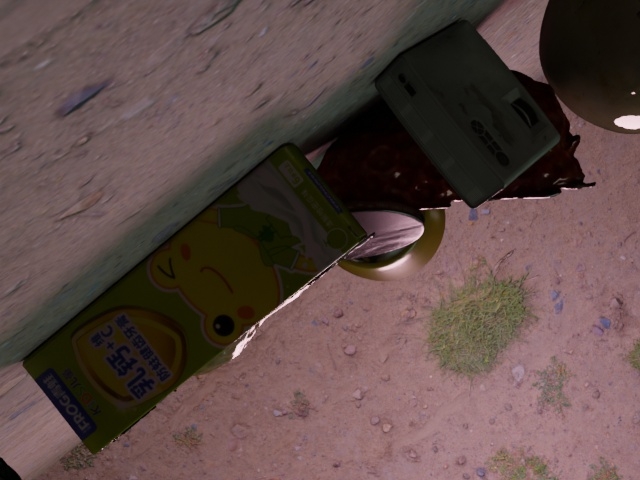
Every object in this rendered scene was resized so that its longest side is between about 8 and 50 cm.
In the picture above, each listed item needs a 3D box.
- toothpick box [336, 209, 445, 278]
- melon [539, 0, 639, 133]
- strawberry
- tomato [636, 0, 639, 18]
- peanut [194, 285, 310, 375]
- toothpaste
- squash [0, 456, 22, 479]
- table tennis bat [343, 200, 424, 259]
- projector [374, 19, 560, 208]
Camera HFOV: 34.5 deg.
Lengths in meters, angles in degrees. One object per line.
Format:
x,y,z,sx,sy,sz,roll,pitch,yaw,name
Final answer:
0.076,-0.032,1.360,0.175,0.175,0.271,-39,174,5,toothpick box
0.355,-0.237,1.040,0.223,0.223,0.317,-37,175,-28,melon
0.129,-0.111,1.113,0.280,0.150,0.253,-7,-172,2,strawberry
0.315,-0.216,0.616,0.265,0.265,0.265,-38,177,-2,tomato
-0.091,0.055,1.149,0.257,0.123,0.123,-37,177,-16,peanut
-0.111,0.053,0.939,0.327,0.110,0.077,-39,179,9,toothpaste
-0.399,0.320,1.029,0.252,0.165,0.252,-36,180,0,squash
0.000,0.000,1.033,0.220,0.019,0.130,-16,156,29,table tennis bat
0.134,-0.116,0.944,0.115,0.147,0.061,-36,178,-40,projector
